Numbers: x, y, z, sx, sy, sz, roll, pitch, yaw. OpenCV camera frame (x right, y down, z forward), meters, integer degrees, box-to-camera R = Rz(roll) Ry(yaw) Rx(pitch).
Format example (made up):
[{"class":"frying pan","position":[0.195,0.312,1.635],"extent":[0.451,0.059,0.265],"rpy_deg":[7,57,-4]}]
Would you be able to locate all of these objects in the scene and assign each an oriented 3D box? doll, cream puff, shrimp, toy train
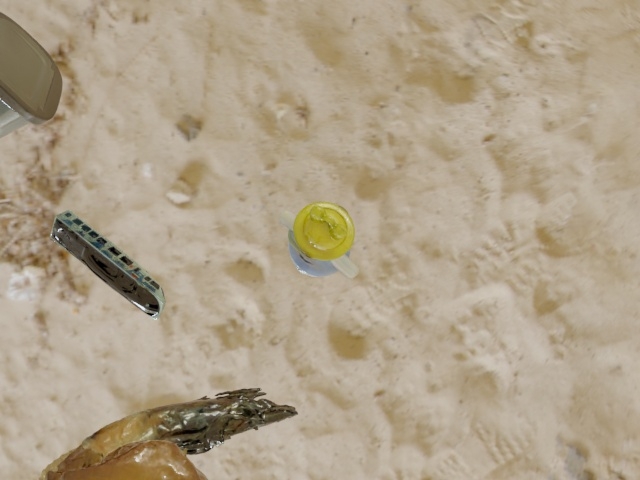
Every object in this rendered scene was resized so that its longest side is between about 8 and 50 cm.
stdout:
[{"class":"doll","position":[0.001,0.000,1.518],"extent":[0.099,0.241,0.135],"rpy_deg":[-16,80,-9]},{"class":"cream puff","position":[-0.173,0.282,0.840],"extent":[0.155,0.241,0.269],"rpy_deg":[9,111,-13]},{"class":"shrimp","position":[-0.201,0.335,1.487],"extent":[0.365,0.233,0.071],"rpy_deg":[-12,128,-11]},{"class":"toy train","position":[-0.293,0.035,1.372],"extent":[0.207,0.047,0.043],"rpy_deg":[37,126,15]}]

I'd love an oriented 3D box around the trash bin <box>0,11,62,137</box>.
[{"class":"trash bin","position":[-0.660,-0.280,1.847],"extent":[0.250,0.220,0.219],"rpy_deg":[-27,124,18]}]

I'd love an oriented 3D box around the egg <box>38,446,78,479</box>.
[{"class":"egg","position":[-0.403,0.409,1.592],"extent":[0.116,0.118,0.140],"rpy_deg":[17,104,-14]}]
